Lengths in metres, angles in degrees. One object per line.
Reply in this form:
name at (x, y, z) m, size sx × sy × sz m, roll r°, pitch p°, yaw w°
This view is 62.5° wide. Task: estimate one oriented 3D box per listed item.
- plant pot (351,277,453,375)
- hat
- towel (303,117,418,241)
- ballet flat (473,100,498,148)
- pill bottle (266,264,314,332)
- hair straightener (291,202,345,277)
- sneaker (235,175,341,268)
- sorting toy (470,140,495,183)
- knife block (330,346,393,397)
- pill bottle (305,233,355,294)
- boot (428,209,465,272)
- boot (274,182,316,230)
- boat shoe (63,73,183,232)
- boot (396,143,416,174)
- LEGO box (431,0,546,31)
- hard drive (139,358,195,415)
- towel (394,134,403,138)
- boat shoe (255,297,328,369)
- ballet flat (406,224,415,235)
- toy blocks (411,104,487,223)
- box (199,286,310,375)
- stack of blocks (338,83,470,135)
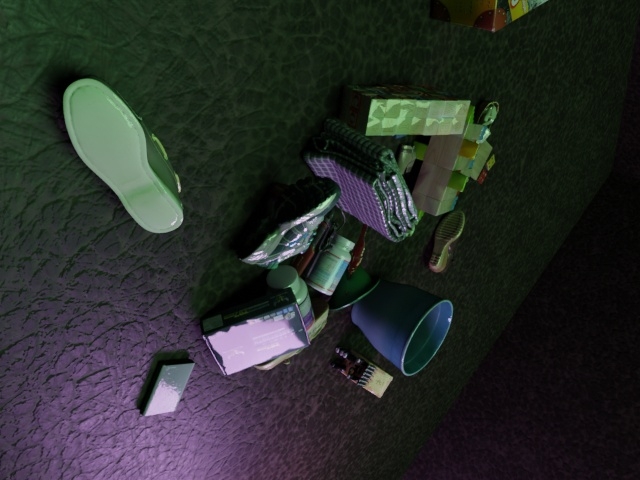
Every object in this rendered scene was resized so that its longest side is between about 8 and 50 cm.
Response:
plant pot at (0.251, 0.255, 1.731) m, size 0.272 × 0.255 × 0.271 m, roll -31°, pitch 137°, yaw -35°
hat at (0.063, 0.074, 1.551) m, size 0.208 × 0.173 × 0.183 m, roll -35°, pitch 102°, yaw -23°
towel at (0.101, -0.135, 1.287) m, size 0.121 × 0.235 × 0.283 m, roll -47°, pitch 143°, yaw -9°
ballet flat at (0.546, -0.387, 1.776) m, size 0.073 × 0.067 × 0.206 m, roll 26°, pitch 78°, yaw -26°
pill bottle at (-0.081, 0.157, 1.373) m, size 0.108 × 0.108 × 0.193 m, roll -40°, pitch 140°, yaw -26°
hair straightener at (0.000, 0.000, 1.392) m, size 0.089 × 0.047 × 0.230 m, roll 0°, pitch 121°, yaw -52°
sneaker at (-0.057, -0.035, 1.197) m, size 0.283 × 0.110 × 0.122 m, roll -36°, pitch 136°, yaw 20°
sorting toy at (0.553, -0.298, 1.898) m, size 0.274 × 0.046 × 0.132 m, roll 17°, pitch 100°, yaw -54°
knife block at (0.124, 0.446, 1.877) m, size 0.088 × 0.242 × 0.276 m, roll -56°, pitch -170°, yaw -5°
pill bottle at (0.029, 0.064, 1.463) m, size 0.087 × 0.087 × 0.160 m, roll 27°, pitch 92°, yaw -55°
boot at (0.492, 0.008, 2.033) m, size 0.248 × 0.090 × 0.207 m, roll -65°, pitch 157°, yaw 4°
boot at (-0.075, -0.044, 1.274) m, size 0.152 × 0.073 × 0.197 m, roll -56°, pitch 141°, yaw 4°
boat shoe at (-0.319, -0.145, 0.877) m, size 0.109 × 0.091 × 0.305 m, roll -16°, pitch 135°, yaw 3°
boot at (0.239, -0.240, 1.558) m, size 0.118 × 0.042 × 0.087 m, roll -21°, pitch 123°, yaw -43°
LEGO box at (0.464, -0.827, 1.281) m, size 0.372 × 0.193 × 0.500 m, roll -37°, pitch 139°, yaw -30°
hard drive at (-0.357, 0.342, 1.233) m, size 0.094 × 0.022 × 0.135 m, roll 12°, pitch 104°, yaw -54°
towel at (0.228, -0.349, 1.470) m, size 0.067 × 0.029 × 0.119 m, roll -22°, pitch 129°, yaw -42°
boat shoe at (-0.076, 0.274, 1.466) m, size 0.285 × 0.105 × 0.089 m, roll -35°, pitch 135°, yaw -33°
ballet flat at (0.275, -0.029, 1.735) m, size 0.168 × 0.052 × 0.057 m, roll -13°, pitch 123°, yaw -47°
toy blocks at (0.411, -0.241, 1.677) m, size 0.261 × 0.191 × 0.381 m, roll -16°, pitch 127°, yaw -59°
box at (-0.154, 0.225, 1.288) m, size 0.233 × 0.059 × 0.183 m, roll -18°, pitch 135°, yaw -6°
stack of blocks at (0.198, -0.330, 1.318) m, size 0.297 × 0.171 × 0.087 m, roll -7°, pitch 120°, yaw -28°
